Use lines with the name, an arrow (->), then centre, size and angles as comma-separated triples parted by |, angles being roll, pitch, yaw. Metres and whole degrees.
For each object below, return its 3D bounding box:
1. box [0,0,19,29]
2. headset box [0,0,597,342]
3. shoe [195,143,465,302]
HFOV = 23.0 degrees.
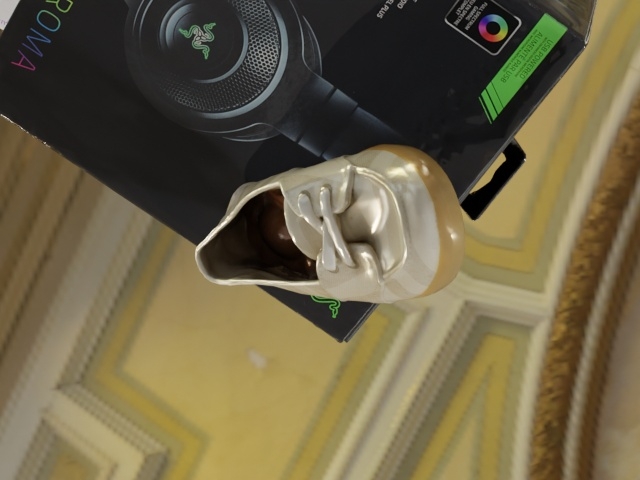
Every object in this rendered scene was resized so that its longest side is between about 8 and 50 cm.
box -> -0.198, -0.226, 1.365 | 0.203, 0.114, 0.103 | 24, -54, -1
headset box -> -0.010, -0.114, 0.896 | 0.283, 0.131, 0.246 | 35, -58, -6
shoe -> 0.000, 0.000, 0.773 | 0.219, 0.058, 0.076 | -6, -77, 65
